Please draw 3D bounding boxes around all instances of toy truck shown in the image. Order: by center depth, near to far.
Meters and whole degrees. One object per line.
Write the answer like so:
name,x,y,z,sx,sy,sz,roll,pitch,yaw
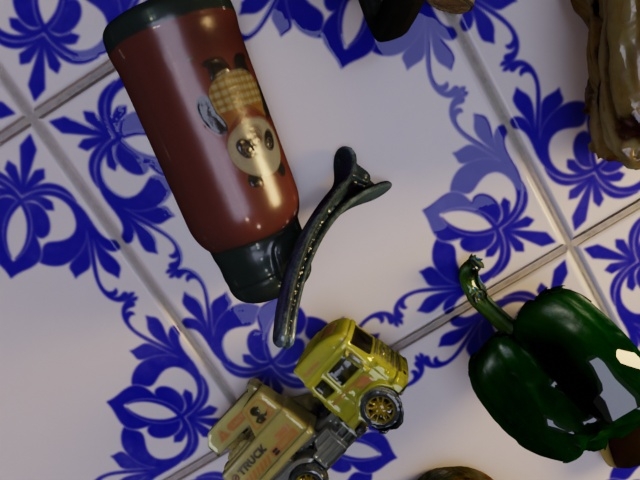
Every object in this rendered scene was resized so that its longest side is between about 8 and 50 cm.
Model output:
toy truck,-0.022,0.221,0.676,0.157,0.124,0.272,42,100,0

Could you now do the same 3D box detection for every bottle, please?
bottle,-0.108,-0.091,0.601,0.143,0.144,0.336,-21,104,2

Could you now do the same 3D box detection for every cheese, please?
cheese,0.419,0.239,0.741,0.086,0.036,0.163,-22,101,5

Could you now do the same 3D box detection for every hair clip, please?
hair clip,0.000,0.000,0.581,0.083,0.275,0.048,41,140,-12

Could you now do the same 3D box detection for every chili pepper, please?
chili pepper,0.269,0.131,0.654,0.165,0.261,0.174,13,123,-45

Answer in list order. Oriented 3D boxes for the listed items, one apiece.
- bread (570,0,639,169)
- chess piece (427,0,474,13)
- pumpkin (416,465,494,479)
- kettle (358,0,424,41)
bread,0.413,-0.264,0.573,0.277,0.167,0.325,-14,111,0
chess piece,0.171,-0.354,0.599,0.060,0.060,0.172,15,98,-6
pumpkin,0.234,0.445,0.722,0.280,0.139,0.190,30,95,-5
kettle,0.010,-0.334,0.467,0.203,0.308,0.262,9,100,-3
